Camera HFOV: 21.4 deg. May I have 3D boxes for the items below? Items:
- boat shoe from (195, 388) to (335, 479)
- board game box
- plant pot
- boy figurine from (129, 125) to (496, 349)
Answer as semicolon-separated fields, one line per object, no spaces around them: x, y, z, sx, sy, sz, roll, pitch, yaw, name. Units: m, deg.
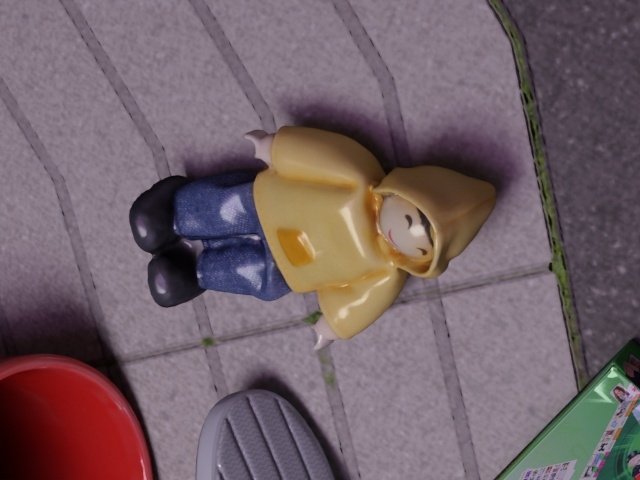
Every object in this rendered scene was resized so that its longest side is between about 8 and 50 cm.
-0.043;0.288;1.408;0.119;0.121;0.335;-9;96;61;boat shoe
0.216;0.250;1.287;0.213;0.046;0.317;43;127;7;board game box
-0.322;0.228;1.469;0.243;0.275;0.275;2;114;39;plant pot
0.000;0.000;1.267;0.285;0.092;0.177;-2;109;34;boy figurine
